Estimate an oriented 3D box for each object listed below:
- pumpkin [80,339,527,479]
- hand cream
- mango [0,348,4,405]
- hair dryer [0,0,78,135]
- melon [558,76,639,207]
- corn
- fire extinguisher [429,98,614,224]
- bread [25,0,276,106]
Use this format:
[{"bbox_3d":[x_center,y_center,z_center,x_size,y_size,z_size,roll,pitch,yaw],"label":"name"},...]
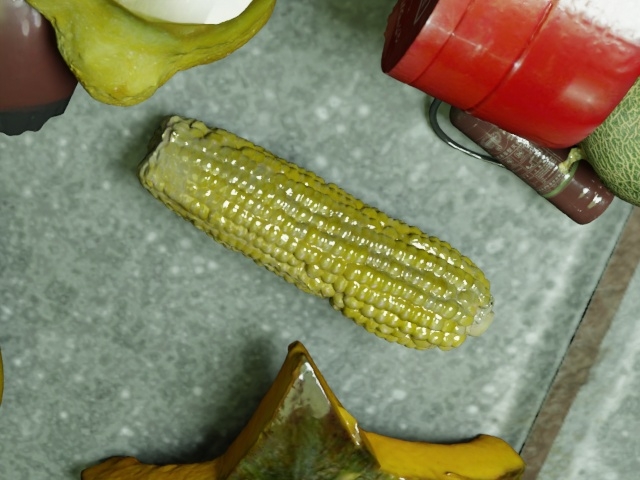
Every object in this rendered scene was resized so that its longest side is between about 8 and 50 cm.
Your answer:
[{"bbox_3d":[-0.019,0.211,1.006,0.258,0.095,0.290,33,128,-27],"label":"pumpkin"},{"bbox_3d":[0.128,-0.160,0.718,0.125,0.193,0.193,24,120,-7],"label":"hand cream"},{"bbox_3d":[-0.340,0.070,0.934,0.175,0.139,0.255,-4,113,-5],"label":"mango"},{"bbox_3d":[-0.312,-0.231,0.791,0.340,0.123,0.313,4,110,16],"label":"hair dryer"},{"bbox_3d":[0.241,-0.088,0.777,0.192,0.139,0.139,-23,116,15],"label":"melon"},{"bbox_3d":[0.000,0.000,0.887,0.288,0.086,0.086,29,119,-8],"label":"corn"},{"bbox_3d":[0.134,-0.069,0.856,0.157,0.045,0.078,36,139,-16],"label":"fire extinguisher"},{"bbox_3d":[-0.074,-0.193,0.729,0.233,0.088,0.161,-39,108,-7],"label":"bread"}]
